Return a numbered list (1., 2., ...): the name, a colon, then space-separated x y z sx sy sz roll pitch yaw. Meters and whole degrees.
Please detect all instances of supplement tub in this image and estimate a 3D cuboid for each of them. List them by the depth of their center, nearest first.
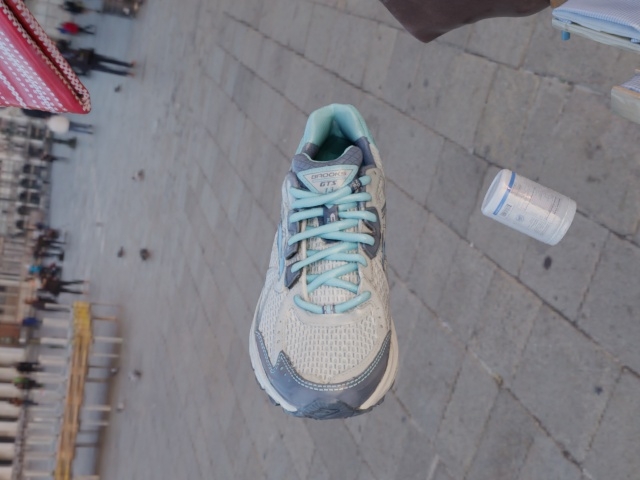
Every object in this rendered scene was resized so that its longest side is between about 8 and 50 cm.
1. supplement tub: 0.279 -0.045 0.999 0.071 0.107 0.071 -155 90 -90

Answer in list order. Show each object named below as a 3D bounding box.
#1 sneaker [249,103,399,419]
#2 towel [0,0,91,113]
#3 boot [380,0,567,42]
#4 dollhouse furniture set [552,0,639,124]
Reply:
1. sneaker: 0.000 0.000 0.555 0.283 0.110 0.122 -89 -4 -49
2. towel: -0.316 -0.161 0.510 0.198 0.275 0.031 64 -140 -54
3. boot: 0.123 -0.253 0.620 0.207 0.248 0.090 -13 68 31
4. dollhouse furniture set: 0.356 -0.278 0.752 0.303 0.286 0.198 38 155 43
